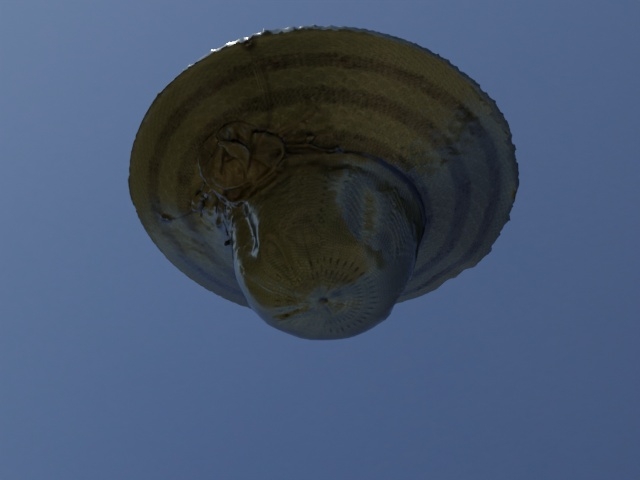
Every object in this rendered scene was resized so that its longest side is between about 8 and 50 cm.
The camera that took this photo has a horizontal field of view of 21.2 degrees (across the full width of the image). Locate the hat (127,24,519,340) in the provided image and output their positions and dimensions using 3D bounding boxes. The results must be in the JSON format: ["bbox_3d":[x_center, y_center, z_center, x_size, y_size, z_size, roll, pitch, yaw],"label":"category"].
[{"bbox_3d":[0.000,0.000,1.046,0.252,0.252,0.110,-37,-148,31],"label":"hat"}]
